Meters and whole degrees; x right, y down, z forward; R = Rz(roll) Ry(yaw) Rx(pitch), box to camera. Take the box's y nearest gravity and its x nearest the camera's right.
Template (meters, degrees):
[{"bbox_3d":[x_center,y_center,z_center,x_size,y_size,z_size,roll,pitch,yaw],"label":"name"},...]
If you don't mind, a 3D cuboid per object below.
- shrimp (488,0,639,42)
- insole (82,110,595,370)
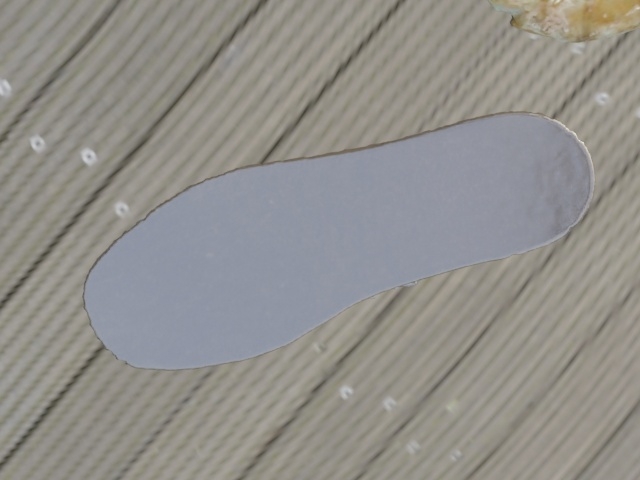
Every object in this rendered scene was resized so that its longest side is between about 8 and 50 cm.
[{"bbox_3d":[0.229,-0.279,0.997,0.233,0.071,0.365,12,129,-28],"label":"shrimp"},{"bbox_3d":[0.000,0.000,0.886,0.328,0.007,0.111,-18,101,22],"label":"insole"}]
